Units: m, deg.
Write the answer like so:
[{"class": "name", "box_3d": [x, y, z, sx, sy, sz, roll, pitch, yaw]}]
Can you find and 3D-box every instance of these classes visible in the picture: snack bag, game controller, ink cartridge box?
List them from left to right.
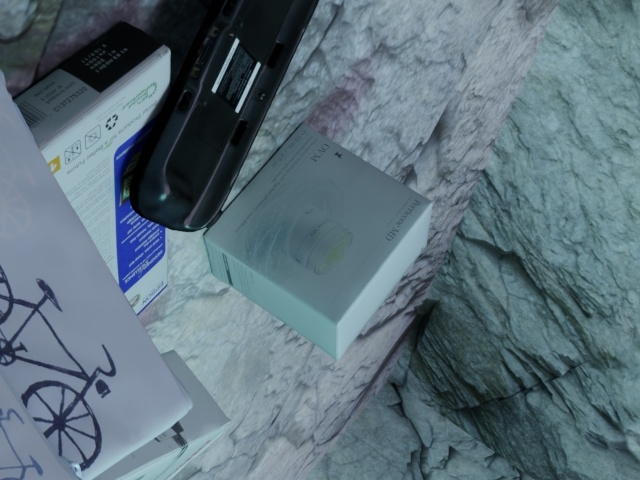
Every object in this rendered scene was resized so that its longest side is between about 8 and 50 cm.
[{"class": "snack bag", "box_3d": [-0.232, 0.031, 0.614, 0.037, 0.323, 0.342, -34, 175, 26]}, {"class": "ink cartridge box", "box_3d": [-0.275, 0.258, 1.150, 0.223, 0.129, 0.307, -42, 169, 16]}, {"class": "ink cartridge box", "box_3d": [-0.223, -0.019, 0.978, 0.176, 0.069, 0.371, -47, 159, -34]}, {"class": "game controller", "box_3d": [-0.089, -0.159, 0.981, 0.319, 0.067, 0.166, -66, 156, -3]}]

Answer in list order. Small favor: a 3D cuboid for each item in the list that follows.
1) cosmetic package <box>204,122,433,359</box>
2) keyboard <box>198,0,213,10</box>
[{"class": "cosmetic package", "box_3d": [0.000, 0.000, 1.385, 0.224, 0.224, 0.138, -51, 164, -21]}, {"class": "keyboard", "box_3d": [-0.070, -0.260, 1.041, 0.180, 0.023, 0.108, -20, 134, -64]}]
